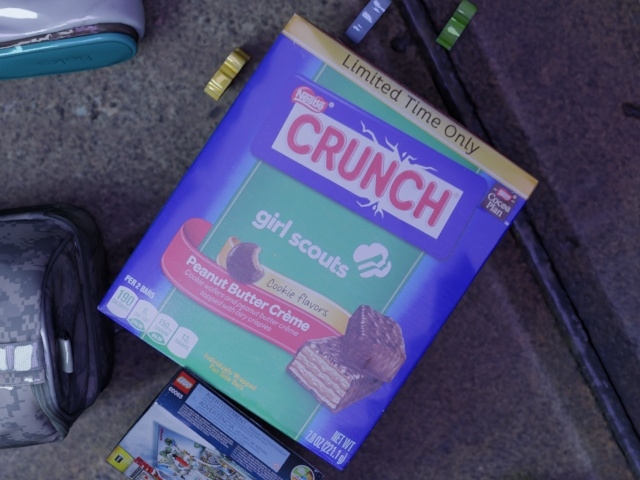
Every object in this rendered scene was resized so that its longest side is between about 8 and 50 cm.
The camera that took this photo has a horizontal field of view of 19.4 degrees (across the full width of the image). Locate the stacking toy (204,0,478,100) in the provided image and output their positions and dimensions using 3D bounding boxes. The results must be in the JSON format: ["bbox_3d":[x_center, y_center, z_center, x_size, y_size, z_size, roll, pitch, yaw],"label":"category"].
[{"bbox_3d":[0.021,-0.180,1.752,0.167,0.052,0.221,37,97,-2],"label":"stacking toy"}]

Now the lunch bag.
[{"bbox_3d":[-0.356,0.089,1.706,0.305,0.256,0.213,-4,97,4],"label":"lunch bag"}]

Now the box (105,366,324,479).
[{"bbox_3d":[-0.103,0.210,1.728,0.159,0.233,0.044,37,64,-3],"label":"box"}]

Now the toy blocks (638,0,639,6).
[{"bbox_3d":[0.381,-0.336,1.614,0.288,0.309,0.260,-19,55,13],"label":"toy blocks"}]

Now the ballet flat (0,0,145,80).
[{"bbox_3d":[-0.364,-0.199,1.747,0.400,0.139,0.139,-12,97,1],"label":"ballet flat"}]

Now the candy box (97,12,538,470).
[{"bbox_3d":[0.000,0.000,1.682,0.268,0.122,0.317,34,92,-3],"label":"candy box"}]
